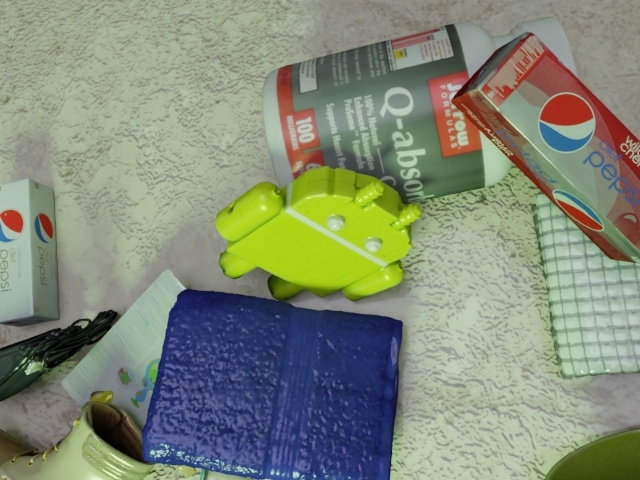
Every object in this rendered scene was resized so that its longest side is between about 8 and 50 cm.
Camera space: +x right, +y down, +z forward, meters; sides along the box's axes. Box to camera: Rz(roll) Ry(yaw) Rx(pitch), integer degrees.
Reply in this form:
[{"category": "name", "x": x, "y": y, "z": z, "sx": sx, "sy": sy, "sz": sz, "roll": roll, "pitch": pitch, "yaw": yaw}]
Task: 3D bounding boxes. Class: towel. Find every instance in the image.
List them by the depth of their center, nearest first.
[{"category": "towel", "x": 0.413, "y": 0.040, "z": 0.792, "sx": 0.283, "sy": 0.121, "sz": 0.235, "roll": -7, "pitch": 75, "yaw": 13}, {"category": "towel", "x": -0.054, "y": 0.191, "z": 0.850, "sx": 0.308, "sy": 0.076, "sz": 0.228, "roll": 10, "pitch": 68, "yaw": -2}]

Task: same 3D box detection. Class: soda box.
[{"category": "soda box", "x": 0.266, "y": -0.092, "z": 0.699, "sx": 0.263, "sy": 0.092, "sz": 0.083, "roll": 43, "pitch": 89, "yaw": -7}, {"category": "soda box", "x": -0.456, "y": 0.019, "z": 1.021, "sx": 0.073, "sy": 0.069, "sz": 0.216, "roll": -11, "pitch": 76, "yaw": 10}]

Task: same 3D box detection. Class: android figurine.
[{"category": "android figurine", "x": 0.000, "y": 0.000, "z": 0.829, "sx": 0.272, "sy": 0.248, "sz": 0.056, "roll": -27, "pitch": 45, "yaw": 39}]

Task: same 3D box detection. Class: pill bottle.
[{"category": "pill bottle", "x": 0.125, "y": -0.156, "z": 0.851, "sx": 0.362, "sy": 0.210, "sz": 0.210, "roll": -12, "pitch": 76, "yaw": 11}]

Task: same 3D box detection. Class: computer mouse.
[{"category": "computer mouse", "x": -0.431, "y": 0.184, "z": 0.945, "sx": 0.272, "sy": 0.188, "sz": 0.072, "roll": -19, "pitch": 94, "yaw": 16}]

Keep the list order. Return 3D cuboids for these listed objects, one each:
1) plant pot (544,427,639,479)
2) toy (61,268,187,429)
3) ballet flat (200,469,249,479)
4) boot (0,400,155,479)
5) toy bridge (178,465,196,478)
[{"category": "plant pot", "x": 0.398, "y": 0.375, "z": 0.668, "sx": 0.274, "sy": 0.275, "sz": 0.294, "roll": -15, "pitch": 91, "yaw": 9}, {"category": "toy", "x": -0.245, "y": 0.171, "z": 0.946, "sx": 0.237, "sy": 0.056, "sz": 0.137, "roll": -45, "pitch": 76, "yaw": 6}, {"category": "ballet flat", "x": -0.145, "y": 0.408, "z": 0.863, "sx": 0.086, "sy": 0.086, "sz": 0.249, "roll": 13, "pitch": 80, "yaw": 15}, {"category": "boot", "x": -0.360, "y": 0.287, "z": 0.899, "sx": 0.262, "sy": 0.095, "sz": 0.204, "roll": 36, "pitch": 105, "yaw": 14}, {"category": "toy bridge", "x": -0.116, "y": 0.238, "z": 0.898, "sx": 0.188, "sy": 0.026, "sz": 0.063, "roll": -36, "pitch": 30, "yaw": -13}]
